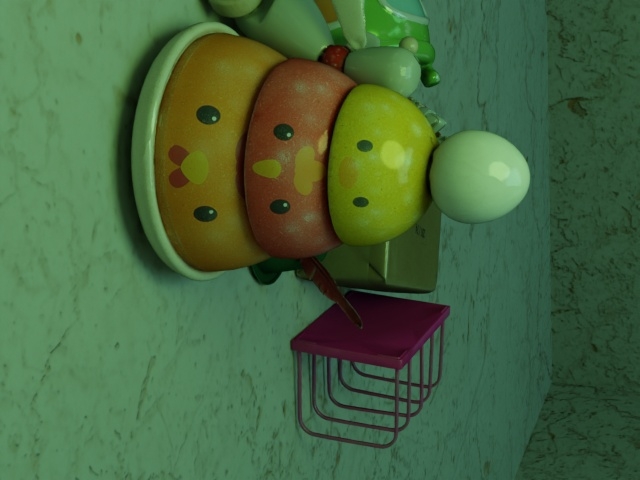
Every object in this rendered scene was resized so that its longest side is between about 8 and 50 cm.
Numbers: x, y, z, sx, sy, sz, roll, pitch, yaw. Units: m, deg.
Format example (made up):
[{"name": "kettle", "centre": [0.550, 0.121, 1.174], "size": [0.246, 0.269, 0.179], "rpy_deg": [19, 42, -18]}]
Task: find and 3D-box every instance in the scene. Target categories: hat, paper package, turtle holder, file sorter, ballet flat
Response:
[{"name": "hat", "centre": [0.000, 0.000, 1.763], "size": [0.173, 0.184, 0.208], "rpy_deg": [-49, 138, -56]}, {"name": "paper package", "centre": [0.102, -0.063, 2.024], "size": [0.325, 0.168, 0.309], "rpy_deg": [11, 83, -67]}, {"name": "turtle holder", "centre": [0.079, -0.344, 1.789], "size": [0.320, 0.243, 0.227], "rpy_deg": [-9, 88, -33]}, {"name": "file sorter", "centre": [0.096, 0.232, 2.028], "size": [0.291, 0.202, 0.182], "rpy_deg": [-34, 128, -62]}, {"name": "ballet flat", "centre": [0.226, -0.200, 2.217], "size": [0.091, 0.077, 0.241], "rpy_deg": [9, 55, -44]}]

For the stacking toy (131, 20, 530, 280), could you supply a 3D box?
[{"name": "stacking toy", "centre": [0.031, -0.107, 1.431], "size": [0.351, 0.480, 0.350], "rpy_deg": [4, 90, -68]}]

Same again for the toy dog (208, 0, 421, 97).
[{"name": "toy dog", "centre": [0.006, -0.313, 1.559], "size": [0.161, 0.334, 0.220], "rpy_deg": [-58, 176, -12]}]
